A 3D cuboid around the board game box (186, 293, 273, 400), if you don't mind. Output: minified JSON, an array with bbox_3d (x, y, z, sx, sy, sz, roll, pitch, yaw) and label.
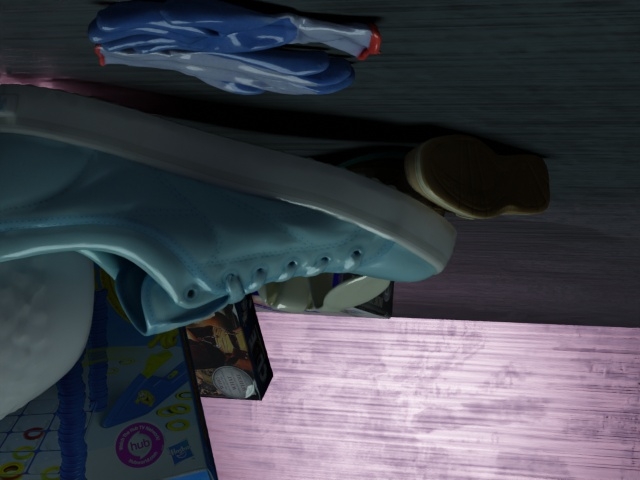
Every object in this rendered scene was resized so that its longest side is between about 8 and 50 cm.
[{"bbox_3d":[-0.151,0.051,1.792,0.165,0.243,0.042,2,-142,21],"label":"board game box"}]

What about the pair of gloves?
[{"bbox_3d":[-0.052,-0.106,1.039,0.159,0.023,0.198,5,174,-7],"label":"pair of gloves"}]

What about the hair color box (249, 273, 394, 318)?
[{"bbox_3d":[-0.106,0.017,1.909,0.338,0.110,0.185,4,174,19],"label":"hair color box"}]

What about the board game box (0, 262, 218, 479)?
[{"bbox_3d":[-0.261,0.107,1.517,0.308,0.302,0.086,-14,150,-2],"label":"board game box"}]

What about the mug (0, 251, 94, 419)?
[{"bbox_3d":[-0.369,0.007,1.385,0.328,0.276,0.374,-5,-151,-27],"label":"mug"}]

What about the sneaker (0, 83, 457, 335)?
[{"bbox_3d":[-0.079,0.002,1.315,0.366,0.150,0.135,15,176,-20],"label":"sneaker"}]

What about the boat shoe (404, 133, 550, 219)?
[{"bbox_3d":[0.108,-0.042,1.371,0.059,0.063,0.170,-8,169,37],"label":"boat shoe"}]

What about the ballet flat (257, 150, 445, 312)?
[{"bbox_3d":[0.000,0.000,1.564,0.116,0.124,0.342,7,174,-30],"label":"ballet flat"}]
